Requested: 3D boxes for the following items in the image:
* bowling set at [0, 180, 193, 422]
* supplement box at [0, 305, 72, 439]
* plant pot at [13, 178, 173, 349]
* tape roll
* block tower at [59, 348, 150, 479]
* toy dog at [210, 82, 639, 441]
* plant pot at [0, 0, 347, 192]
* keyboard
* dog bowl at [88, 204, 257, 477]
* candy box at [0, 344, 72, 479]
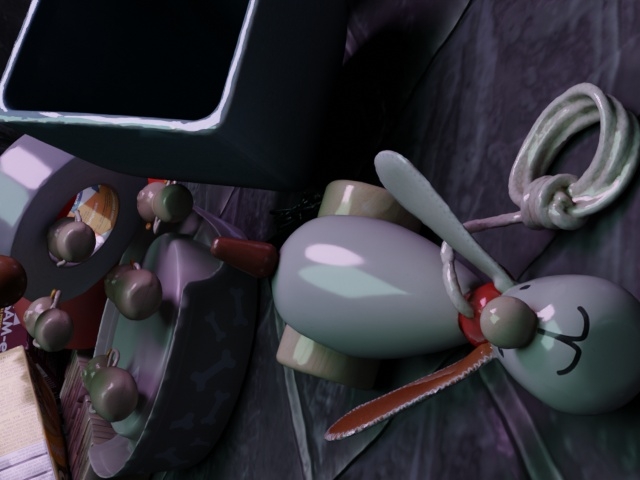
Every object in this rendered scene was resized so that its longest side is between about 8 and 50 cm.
[{"bbox_3d":[-0.271,0.038,0.880,0.154,0.199,0.287,9,79,65],"label":"bowling set"},{"bbox_3d":[-0.466,0.219,1.374,0.130,0.073,0.239,-107,-2,-49],"label":"supplement box"},{"bbox_3d":[-0.372,0.020,1.270,0.275,0.274,0.243,-107,32,-49],"label":"plant pot"},{"bbox_3d":[-0.309,-0.033,0.973,0.072,0.219,0.219,31,108,20],"label":"tape roll"},{"bbox_3d":[-0.320,0.266,1.193,0.091,0.097,0.335,-69,24,10],"label":"block tower"},{"bbox_3d":[0.036,0.025,0.528,0.333,0.160,0.220,-31,49,55],"label":"toy dog"},{"bbox_3d":[-0.102,-0.167,0.776,0.247,0.252,0.248,7,74,27],"label":"plant pot"},{"bbox_3d":[0.000,0.000,0.782,0.192,0.038,0.100,-28,74,55],"label":"keyboard"},{"bbox_3d":[-0.186,0.120,0.993,0.349,0.102,0.349,-42,40,49],"label":"dog bowl"},{"bbox_3d":[-0.397,0.329,1.126,0.183,0.087,0.316,93,153,-57],"label":"candy box"}]
